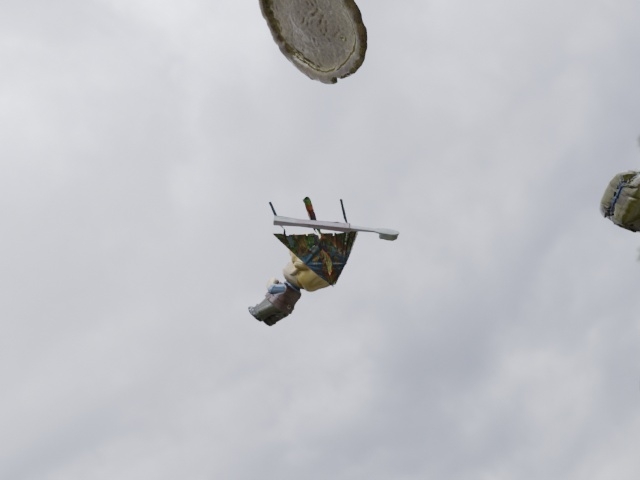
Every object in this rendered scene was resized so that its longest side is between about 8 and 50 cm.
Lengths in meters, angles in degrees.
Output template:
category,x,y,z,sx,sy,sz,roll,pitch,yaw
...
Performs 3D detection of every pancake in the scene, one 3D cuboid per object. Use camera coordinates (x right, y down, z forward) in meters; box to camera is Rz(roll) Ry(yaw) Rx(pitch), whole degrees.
category,x,y,z,sx,sy,sz,roll,pitch,yaw
pancake,-0.014,-0.297,1.286,0.021,0.199,0.199,-37,-35,-32

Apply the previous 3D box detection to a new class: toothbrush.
category,x,y,z,sx,sy,sz,roll,pitch,yaw
toothbrush,0.024,-0.020,1.468,0.194,0.014,0.017,8,-52,-3

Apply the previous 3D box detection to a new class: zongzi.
category,x,y,z,sx,sy,sz,roll,pitch,yaw
zongzi,0.589,-0.101,1.765,0.260,0.289,0.123,6,-66,-20

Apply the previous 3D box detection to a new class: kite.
category,x,y,z,sx,sy,sz,roll,pitch,yaw
kite,0.000,0.000,1.557,0.182,0.160,0.010,-4,-20,-41

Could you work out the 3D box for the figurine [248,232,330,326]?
category,x,y,z,sx,sy,sz,roll,pitch,yaw
figurine,-0.046,0.075,1.775,0.196,0.108,0.114,-45,-48,14
